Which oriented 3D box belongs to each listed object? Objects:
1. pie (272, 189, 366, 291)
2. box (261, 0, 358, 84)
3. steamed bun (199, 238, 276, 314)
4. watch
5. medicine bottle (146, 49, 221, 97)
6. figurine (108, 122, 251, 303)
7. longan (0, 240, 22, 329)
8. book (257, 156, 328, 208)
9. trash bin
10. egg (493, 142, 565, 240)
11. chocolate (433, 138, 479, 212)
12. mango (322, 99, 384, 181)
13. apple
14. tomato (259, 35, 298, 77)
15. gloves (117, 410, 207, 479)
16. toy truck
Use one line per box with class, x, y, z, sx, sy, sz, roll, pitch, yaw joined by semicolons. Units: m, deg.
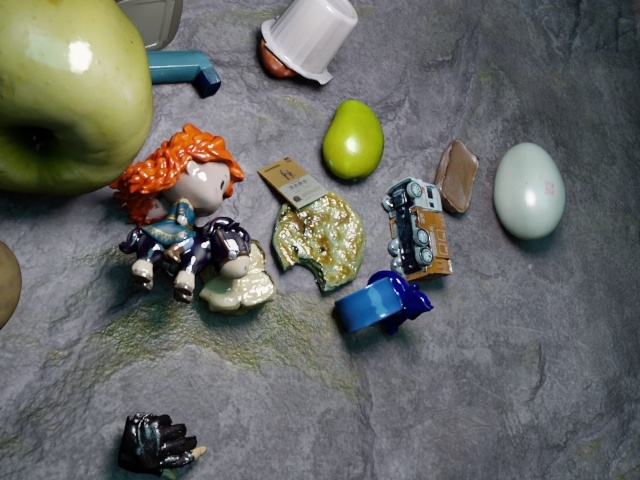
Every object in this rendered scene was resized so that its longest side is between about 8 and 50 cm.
pie;0.003;-0.006;1.544;0.302;0.067;0.303;10;67;-23
box;-0.018;-0.648;1.657;0.262;0.206;0.291;17;45;-38
steamed bun;-0.209;0.103;1.365;0.192;0.106;0.178;-21;68;-20
watch;0.149;0.171;1.481;0.200;0.196;0.171;-16;70;-39
medicine bottle;-0.402;-0.449;1.488;0.258;0.079;0.124;-11;77;-31
figurine;-0.308;-0.059;1.279;0.305;0.241;0.412;-16;66;-6
longan;-0.714;0.075;1.019;0.300;0.243;0.300;33;41;-34
book;-0.077;-0.163;1.551;0.118;0.012;0.172;-30;62;-34
trash bin;-0.519;-0.641;1.430;0.219;0.220;0.250;-29;80;-36
egg;0.706;-0.173;1.893;0.229;0.230;0.371;17;59;-22
chocolate;0.435;-0.209;1.848;0.161;0.083;0.262;42;56;-28
mango;0.107;-0.301;1.668;0.185;0.149;0.273;30;55;-13
apple;-0.565;-0.328;1.142;0.473;0.473;0.474;10;66;-25
tomato;-0.129;-0.543;1.673;0.155;0.069;0.156;30;36;-25
gloves;-0.324;0.432;1.170;0.180;0.106;0.129;12;64;-20
toy truck;0.300;-0.029;1.675;0.162;0.136;0.306;6;71;-34
